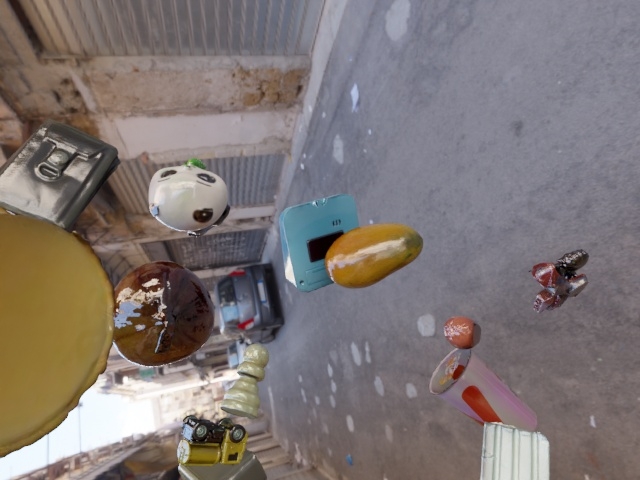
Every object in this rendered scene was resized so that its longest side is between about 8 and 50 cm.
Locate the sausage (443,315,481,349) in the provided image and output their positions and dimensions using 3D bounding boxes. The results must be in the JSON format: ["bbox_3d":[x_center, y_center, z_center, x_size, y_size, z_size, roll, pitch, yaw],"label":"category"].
[{"bbox_3d":[0.256,0.168,0.732,0.054,0.094,0.058,3,77,33],"label":"sausage"}]

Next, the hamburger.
[{"bbox_3d":[-0.405,0.086,0.470,0.261,0.187,0.302,54,-143,-58],"label":"hamburger"}]

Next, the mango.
[{"bbox_3d":[0.133,0.031,1.058,0.175,0.255,0.139,-124,14,-52],"label":"mango"}]

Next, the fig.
[{"bbox_3d":[-0.350,0.164,0.907,0.214,0.235,0.234,-43,54,45],"label":"fig"}]

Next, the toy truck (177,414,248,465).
[{"bbox_3d":[-0.138,0.262,0.525,0.049,0.083,0.054,-13,61,53],"label":"toy truck"}]

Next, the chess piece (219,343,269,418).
[{"bbox_3d":[-0.253,0.487,1.425,0.133,0.133,0.243,109,177,-57],"label":"chess piece"}]

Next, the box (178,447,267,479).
[{"bbox_3d":[-0.311,0.745,1.280,0.274,0.178,0.138,-6,108,51],"label":"box"}]

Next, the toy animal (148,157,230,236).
[{"bbox_3d":[-0.363,-0.125,1.139,0.267,0.213,0.212,150,111,-81],"label":"toy animal"}]

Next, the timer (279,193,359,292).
[{"bbox_3d":[0.000,0.000,1.163,0.091,0.232,0.249,26,128,60],"label":"timer"}]

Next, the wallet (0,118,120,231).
[{"bbox_3d":[-0.547,-0.141,0.841,0.052,0.169,0.245,-38,30,45],"label":"wallet"}]

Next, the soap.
[{"bbox_3d":[0.467,0.584,0.976,0.094,0.150,0.261,54,-134,-56],"label":"soap"}]

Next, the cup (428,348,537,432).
[{"bbox_3d":[0.515,0.495,1.268,0.288,0.203,0.203,39,156,3],"label":"cup"}]

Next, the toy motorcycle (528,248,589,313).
[{"bbox_3d":[0.550,0.107,0.949,0.213,0.123,0.082,75,180,-46],"label":"toy motorcycle"}]
